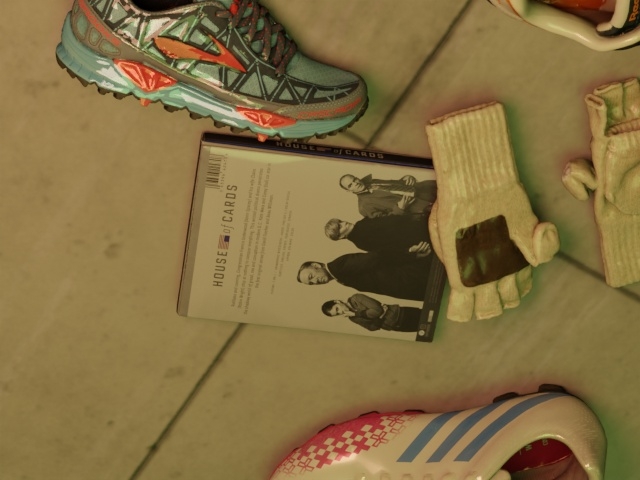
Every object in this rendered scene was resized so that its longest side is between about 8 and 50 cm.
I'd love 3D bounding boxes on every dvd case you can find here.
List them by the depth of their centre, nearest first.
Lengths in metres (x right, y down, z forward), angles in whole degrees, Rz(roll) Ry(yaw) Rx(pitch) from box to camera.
[{"bbox_3d":[0.000,0.000,1.489,0.238,0.029,0.179,7,118,-7],"label":"dvd case"}]

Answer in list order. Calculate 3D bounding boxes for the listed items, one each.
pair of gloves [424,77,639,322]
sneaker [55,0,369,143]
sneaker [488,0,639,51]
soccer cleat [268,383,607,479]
[{"bbox_3d":[0.214,-0.035,1.462,0.240,0.042,0.204,-10,118,-10],"label":"pair of gloves"},{"bbox_3d":[-0.078,-0.161,1.356,0.262,0.104,0.125,13,115,-11],"label":"sneaker"},{"bbox_3d":[0.282,-0.216,1.340,0.321,0.127,0.126,-4,117,-3],"label":"sneaker"},{"bbox_3d":[0.106,0.224,1.552,0.331,0.143,0.116,-16,118,5],"label":"soccer cleat"}]
